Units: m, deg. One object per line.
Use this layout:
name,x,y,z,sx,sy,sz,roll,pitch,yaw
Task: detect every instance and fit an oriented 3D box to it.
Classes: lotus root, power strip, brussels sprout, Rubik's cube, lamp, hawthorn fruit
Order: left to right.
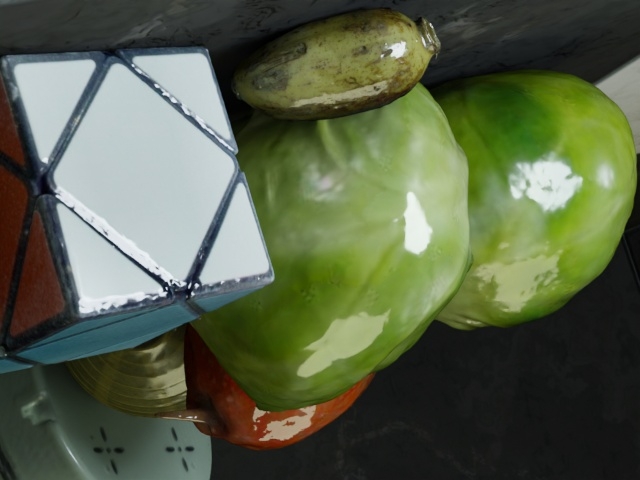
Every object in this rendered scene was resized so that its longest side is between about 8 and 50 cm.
Rubik's cube,-0.193,-0.021,1.285,0.205,0.207,0.205,-10,168,-45
power strip,-0.291,0.232,2.058,0.161,0.357,0.357,-28,169,24
lamp,-0.194,0.086,1.891,0.250,0.250,0.284,-18,-179,7
hawthorn fruit,-0.061,0.122,1.747,0.262,0.210,0.210,-41,178,-14
brussels sprout,0.000,0.000,1.471,0.328,0.247,0.328,-22,-146,16
lotus root,0.014,-0.141,1.355,0.179,0.080,0.089,-17,171,-6
brussels sprout,0.180,-0.041,1.756,0.344,0.268,0.344,-24,178,-1
